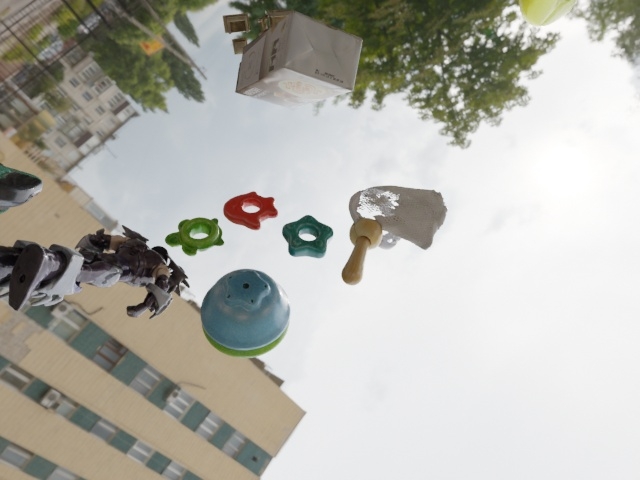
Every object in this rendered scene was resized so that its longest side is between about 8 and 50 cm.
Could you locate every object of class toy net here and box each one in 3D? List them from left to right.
[{"bbox_3d":[0.000,0.000,0.395,0.232,0.045,0.122,-22,-125,-24],"label":"toy net"}]

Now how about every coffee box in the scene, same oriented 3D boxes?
[{"bbox_3d":[-0.052,-0.328,0.889,0.246,0.141,0.098,13,-86,60],"label":"coffee box"}]

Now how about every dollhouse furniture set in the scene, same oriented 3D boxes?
[{"bbox_3d":[-0.135,-0.436,1.103,0.160,0.182,0.101,-10,-149,-9],"label":"dollhouse furniture set"}]

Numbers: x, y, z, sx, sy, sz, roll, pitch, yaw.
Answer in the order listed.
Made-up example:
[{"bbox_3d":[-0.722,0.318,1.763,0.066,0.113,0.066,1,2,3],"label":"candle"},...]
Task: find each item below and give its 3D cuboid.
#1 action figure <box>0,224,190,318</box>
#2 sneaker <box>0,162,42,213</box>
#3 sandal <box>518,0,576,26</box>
[{"bbox_3d":[-0.309,0.041,0.661,0.185,0.285,0.099,21,-83,23],"label":"action figure"},{"bbox_3d":[-0.385,-0.041,0.537,0.223,0.083,0.098,17,-87,45],"label":"sneaker"},{"bbox_3d":[0.305,-0.365,0.456,0.317,0.126,0.138,-34,-107,6],"label":"sandal"}]
